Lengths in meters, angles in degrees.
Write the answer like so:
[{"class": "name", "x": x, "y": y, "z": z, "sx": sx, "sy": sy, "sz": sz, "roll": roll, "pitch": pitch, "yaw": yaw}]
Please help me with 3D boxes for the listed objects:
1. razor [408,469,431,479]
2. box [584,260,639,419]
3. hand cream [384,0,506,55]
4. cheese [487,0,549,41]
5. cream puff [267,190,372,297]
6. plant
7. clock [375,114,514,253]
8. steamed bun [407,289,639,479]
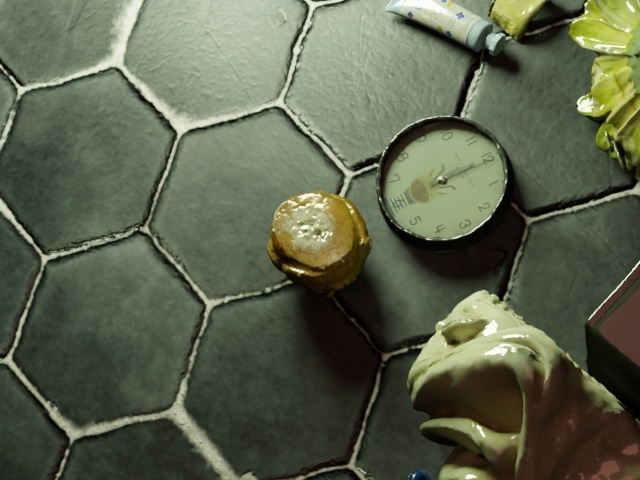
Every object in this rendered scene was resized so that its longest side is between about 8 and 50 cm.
[{"class": "razor", "x": 0.159, "y": 0.435, "z": 1.848, "sx": 0.056, "sy": 0.093, "sz": 0.324, "roll": -38, "pitch": 61, "yaw": 37}, {"class": "box", "x": 0.488, "y": 0.078, "z": 1.775, "sx": 0.204, "sy": 0.251, "sz": 0.345, "roll": 41, "pitch": 85, "yaw": 20}, {"class": "hand cream", "x": 0.172, "y": -0.300, "z": 2.062, "sx": 0.171, "sy": 0.043, "sz": 0.065, "roll": 31, "pitch": 82, "yaw": 23}, {"class": "cheese", "x": 0.271, "y": -0.317, "z": 2.044, "sx": 0.084, "sy": 0.041, "sz": 0.060, "roll": -44, "pitch": 68, "yaw": -1}, {"class": "cream puff", "x": -0.002, "y": 0.003, "z": 1.978, "sx": 0.126, "sy": 0.103, "sz": 0.144, "roll": -44, "pitch": 70, "yaw": -8}, {"class": "plant", "x": 0.437, "y": -0.195, "z": 1.895, "sx": 0.306, "sy": 0.297, "sz": 0.261, "roll": 31, "pitch": 110, "yaw": 9}, {"class": "clock", "x": 0.161, "y": -0.077, "z": 1.999, "sx": 0.185, "sy": 0.040, "sz": 0.184, "roll": -3, "pitch": 74, "yaw": 12}, {"class": "steamed bun", "x": 0.236, "y": 0.247, "z": 1.734, "sx": 0.237, "sy": 0.346, "sz": 0.394, "roll": -48, "pitch": 52, "yaw": 2}]
